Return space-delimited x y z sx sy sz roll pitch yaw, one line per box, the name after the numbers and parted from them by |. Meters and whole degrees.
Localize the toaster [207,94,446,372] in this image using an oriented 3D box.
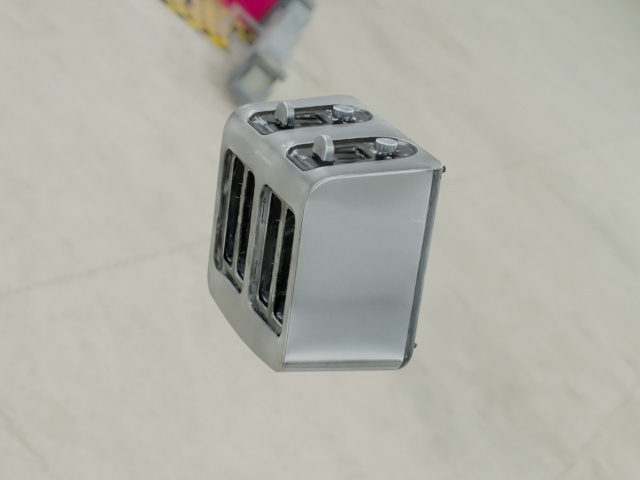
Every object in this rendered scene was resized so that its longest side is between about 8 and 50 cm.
0.000 0.000 1.250 0.110 0.185 0.168 -1 23 -23 | toaster
